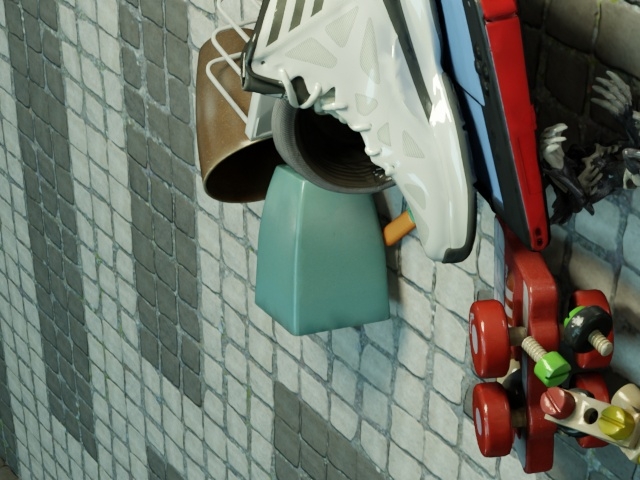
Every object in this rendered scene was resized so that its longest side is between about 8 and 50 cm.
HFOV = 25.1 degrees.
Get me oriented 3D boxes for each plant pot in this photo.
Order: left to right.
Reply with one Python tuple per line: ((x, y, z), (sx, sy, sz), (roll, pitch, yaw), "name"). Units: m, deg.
((-0.111, -0.211, 2.264), (0.215, 0.215, 0.230), (-52, 51, 55), "plant pot")
((0.000, 0.000, 2.224), (0.166, 0.165, 0.234), (-147, 53, -60), "plant pot")

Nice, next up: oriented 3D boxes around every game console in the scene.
((0.191, -0.192, 1.761), (0.386, 0.060, 0.342), (-110, 9, -72), "game console")

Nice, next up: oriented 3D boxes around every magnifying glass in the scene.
((0.149, -0.046, 2.111), (0.092, 0.026, 0.231), (63, 149, 9), "magnifying glass")

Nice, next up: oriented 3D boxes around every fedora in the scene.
((0.048, -0.194, 2.014), (0.275, 0.243, 0.124), (59, -167, -45), "fedora")

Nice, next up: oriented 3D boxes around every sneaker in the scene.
((0.039, -0.167, 1.820), (0.169, 0.257, 0.447), (-118, 14, -83), "sneaker")

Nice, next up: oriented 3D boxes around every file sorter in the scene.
((-0.041, -0.321, 2.077), (0.173, 0.193, 0.278), (52, 145, 30), "file sorter")

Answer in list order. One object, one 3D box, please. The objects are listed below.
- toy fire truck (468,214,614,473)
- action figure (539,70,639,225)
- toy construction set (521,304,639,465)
((0.276, 0.139, 1.911), (0.254, 0.169, 0.302), (-99, 4, -61), "toy fire truck")
((0.333, -0.112, 1.665), (0.275, 0.164, 0.141), (-15, 120, 50), "action figure")
((0.416, 0.206, 1.654), (0.237, 0.257, 0.309), (48, 167, 40), "toy construction set")
